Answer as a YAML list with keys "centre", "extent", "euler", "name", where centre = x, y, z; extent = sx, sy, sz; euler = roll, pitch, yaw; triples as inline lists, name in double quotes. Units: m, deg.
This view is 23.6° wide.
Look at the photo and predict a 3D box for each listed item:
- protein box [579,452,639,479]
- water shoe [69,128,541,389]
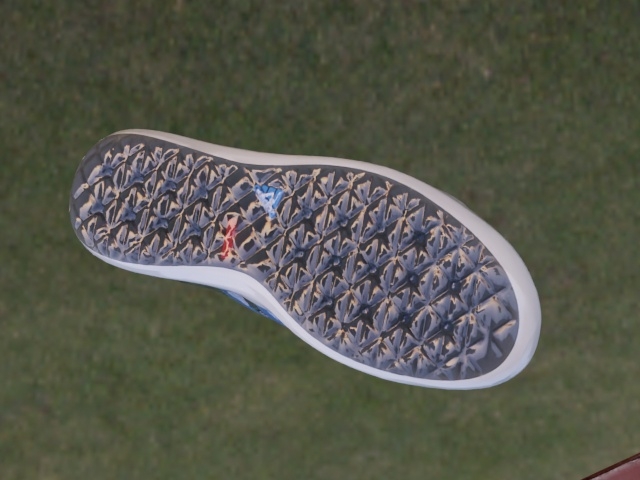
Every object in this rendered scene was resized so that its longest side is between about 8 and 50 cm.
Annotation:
- centre: [0.100, 0.189, 0.382]
  extent: [0.136, 0.201, 0.200]
  euler: [-27, 143, 17]
  name: "protein box"
- centre: [0.000, 0.000, 0.597]
  extent: [0.203, 0.073, 0.080]
  euler: [21, -175, 25]
  name: "water shoe"
